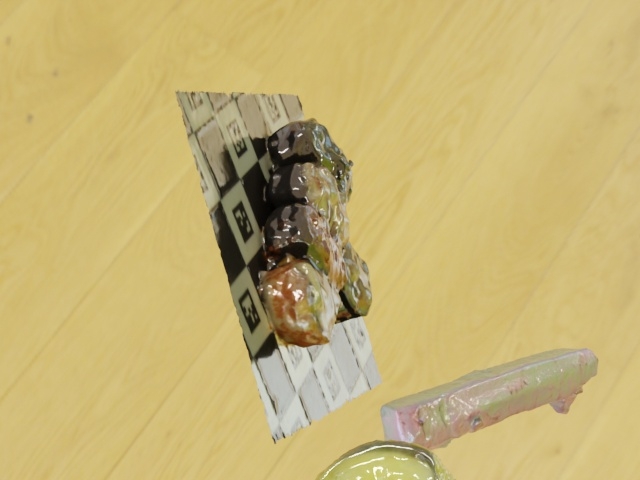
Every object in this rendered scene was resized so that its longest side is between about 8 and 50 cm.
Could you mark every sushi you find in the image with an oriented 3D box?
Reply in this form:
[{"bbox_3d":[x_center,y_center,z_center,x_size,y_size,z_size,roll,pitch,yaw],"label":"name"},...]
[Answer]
[{"bbox_3d":[0.000,0.000,1.386,0.069,0.339,0.320,-16,88,19],"label":"sushi"}]

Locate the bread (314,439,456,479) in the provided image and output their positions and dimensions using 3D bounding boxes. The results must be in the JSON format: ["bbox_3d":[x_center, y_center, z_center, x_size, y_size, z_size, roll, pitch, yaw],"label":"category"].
[{"bbox_3d":[0.033,0.176,0.782,0.111,0.114,0.129,-15,61,1],"label":"bread"}]

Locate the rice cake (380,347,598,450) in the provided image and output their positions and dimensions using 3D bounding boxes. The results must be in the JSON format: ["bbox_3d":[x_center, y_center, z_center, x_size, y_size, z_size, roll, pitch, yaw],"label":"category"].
[{"bbox_3d":[0.169,0.162,1.437,0.290,0.051,0.081,-10,110,-43],"label":"rice cake"}]
